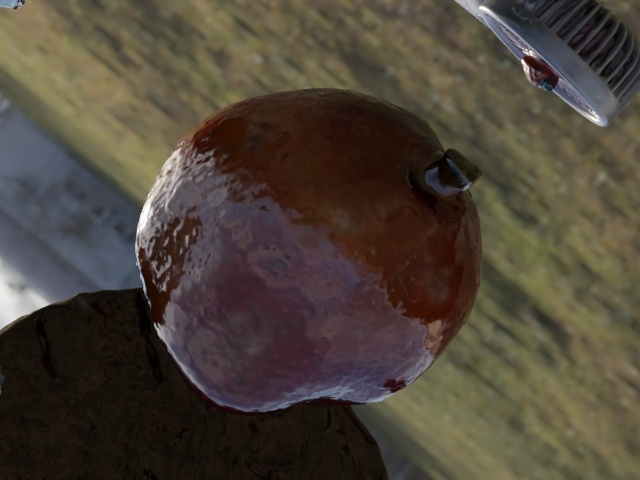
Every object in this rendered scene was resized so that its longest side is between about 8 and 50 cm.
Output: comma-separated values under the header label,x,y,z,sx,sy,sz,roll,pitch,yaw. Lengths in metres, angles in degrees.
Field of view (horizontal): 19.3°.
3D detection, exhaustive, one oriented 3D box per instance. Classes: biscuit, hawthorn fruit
label,x,y,z,sx,sy,sz,roll,pitch,yaw
biscuit,-0.125,0.234,1.427,0.407,0.407,0.091,39,147,-10
hawthorn fruit,0.000,0.000,0.935,0.169,0.169,0.188,39,138,-15

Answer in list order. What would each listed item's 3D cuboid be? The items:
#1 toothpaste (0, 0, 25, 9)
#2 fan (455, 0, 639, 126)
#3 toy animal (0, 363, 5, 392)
label,x,y,z,sx,sy,sz,roll,pitch,yaw
toothpaste,-0.172,-0.195,0.988,0.089,0.071,0.313,7,171,-16
fan,0.153,-0.171,1.429,0.130,0.074,0.244,40,-176,-41
toy animal,-0.346,0.054,1.243,0.249,0.289,0.174,-44,61,54
